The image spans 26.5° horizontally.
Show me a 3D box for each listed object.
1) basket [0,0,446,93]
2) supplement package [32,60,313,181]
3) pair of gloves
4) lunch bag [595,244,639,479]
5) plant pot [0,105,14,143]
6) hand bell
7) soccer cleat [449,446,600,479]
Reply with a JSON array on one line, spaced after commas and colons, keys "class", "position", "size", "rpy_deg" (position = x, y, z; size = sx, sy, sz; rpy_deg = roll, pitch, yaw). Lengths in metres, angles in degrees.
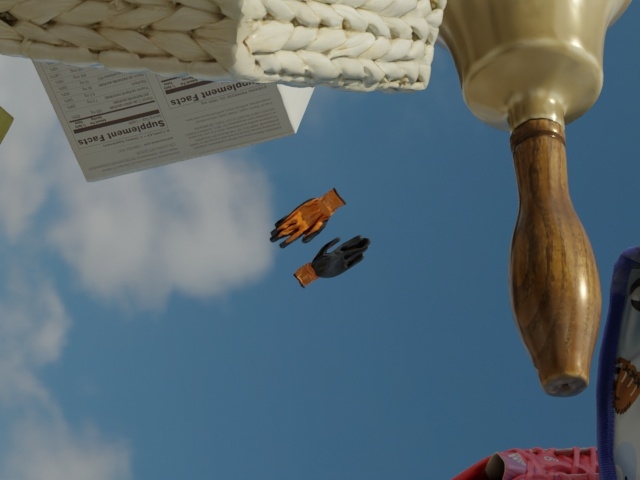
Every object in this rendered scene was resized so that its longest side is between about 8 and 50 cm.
[{"class": "basket", "position": [-0.027, -0.107, 0.474], "size": [0.113, 0.167, 0.103], "rpy_deg": [9, -81, 26]}, {"class": "supplement package", "position": [-0.113, -0.192, 1.249], "size": [0.204, 0.262, 0.145], "rpy_deg": [-12, -62, 17]}, {"class": "pair of gloves", "position": [0.000, 0.000, 1.184], "size": [0.074, 0.083, 0.010], "rpy_deg": [-31, -146, 3]}, {"class": "lunch bag", "position": [0.420, 0.172, 1.159], "size": [0.239, 0.328, 0.385], "rpy_deg": [170, -86, -69]}, {"class": "plant pot", "position": [-0.287, -0.081, 0.975], "size": [0.081, 0.083, 0.081], "rpy_deg": [-13, -138, 29]}, {"class": "hand bell", "position": [0.103, -0.038, 0.627], "size": [0.126, 0.126, 0.242], "rpy_deg": [-40, -141, 42]}, {"class": "soccer cleat", "position": [0.219, 0.241, 1.291], "size": [0.108, 0.318, 0.116], "rpy_deg": [-152, -133, -67]}]
